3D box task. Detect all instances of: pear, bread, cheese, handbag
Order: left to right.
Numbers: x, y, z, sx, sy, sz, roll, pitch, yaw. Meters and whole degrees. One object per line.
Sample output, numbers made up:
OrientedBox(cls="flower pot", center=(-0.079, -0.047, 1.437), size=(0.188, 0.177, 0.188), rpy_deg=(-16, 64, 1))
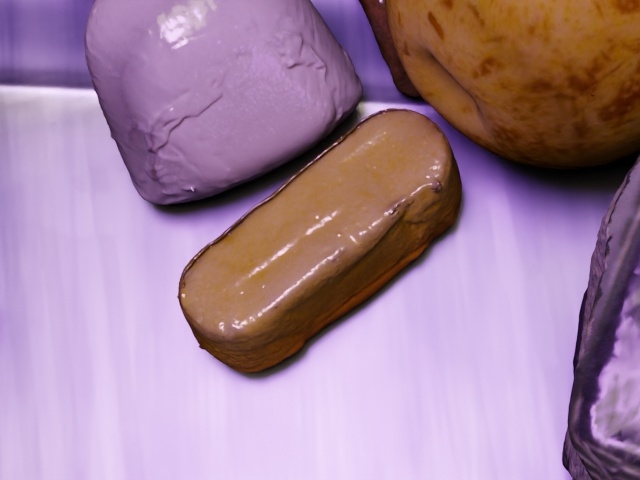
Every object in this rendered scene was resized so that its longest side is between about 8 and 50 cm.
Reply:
OrientedBox(cls="cheese", center=(-0.086, -0.141, 1.318), size=(0.198, 0.189, 0.154), rpy_deg=(-29, 40, -4))
OrientedBox(cls="bread", center=(0.000, 0.000, 1.306), size=(0.245, 0.094, 0.102), rpy_deg=(-39, 64, -7))
OrientedBox(cls="pear", center=(0.184, -0.190, 1.244), size=(0.280, 0.281, 0.281), rpy_deg=(-2, 73, 6))
OrientedBox(cls="handbag", center=(0.304, 0.058, 1.177), size=(0.247, 0.240, 0.341), rpy_deg=(21, 77, 13))

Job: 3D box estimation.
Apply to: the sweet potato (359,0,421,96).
OrientedBox(cls="sweet potato", center=(0.030, -0.240, 1.384), size=(0.075, 0.075, 0.273), rpy_deg=(-30, 76, -3))
